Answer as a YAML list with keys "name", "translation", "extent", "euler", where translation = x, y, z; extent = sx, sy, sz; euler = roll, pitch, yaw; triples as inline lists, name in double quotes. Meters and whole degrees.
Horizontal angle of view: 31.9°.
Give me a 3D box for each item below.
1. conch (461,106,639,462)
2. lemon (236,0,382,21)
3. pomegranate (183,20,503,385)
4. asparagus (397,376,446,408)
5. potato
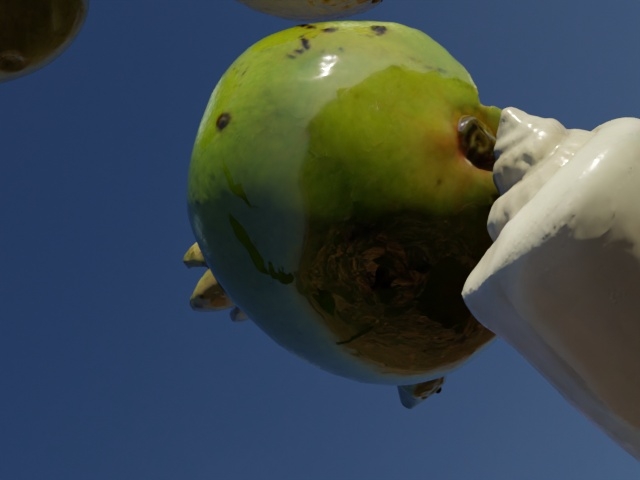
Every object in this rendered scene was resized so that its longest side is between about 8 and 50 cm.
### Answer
- name: "conch"
  translation: [0.121, 0.023, 0.394]
  extent: [0.104, 0.176, 0.094]
  euler: [-35, -13, -39]
- name: "lemon"
  translation: [-0.018, -0.349, 1.087]
  extent: [0.293, 0.293, 0.293]
  euler: [-26, -52, -39]
- name: "pomegranate"
  translation: [0.000, 0.000, 0.917]
  extent: [0.310, 0.358, 0.216]
  euler: [48, -137, -15]
- name: "asparagus"
  translation: [0.104, 0.100, 1.224]
  extent: [0.343, 0.085, 0.082]
  euler: [76, -171, -53]
- name: "potato"
  translation: [-0.333, -0.242, 1.062]
  extent: [0.228, 0.148, 0.197]
  euler: [5, -114, -17]
